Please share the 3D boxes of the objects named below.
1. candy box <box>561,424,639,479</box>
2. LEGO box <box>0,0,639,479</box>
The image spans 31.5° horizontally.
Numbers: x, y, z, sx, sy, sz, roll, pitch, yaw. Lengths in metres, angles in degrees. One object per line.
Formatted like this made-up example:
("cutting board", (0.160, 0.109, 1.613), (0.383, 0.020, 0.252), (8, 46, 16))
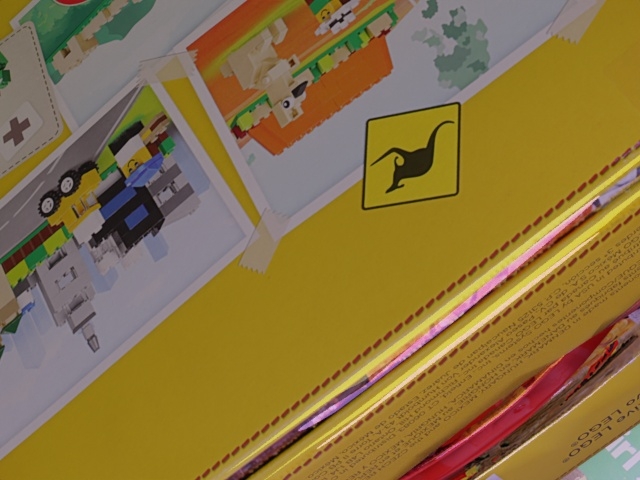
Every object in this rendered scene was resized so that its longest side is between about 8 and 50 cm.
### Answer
("candy box", (0.201, 0.132, 0.636), (0.317, 0.122, 0.268), (-45, 82, 7))
("LEGO box", (-0.008, -0.046, 0.569), (0.500, 0.193, 0.372), (-38, 54, 9))
